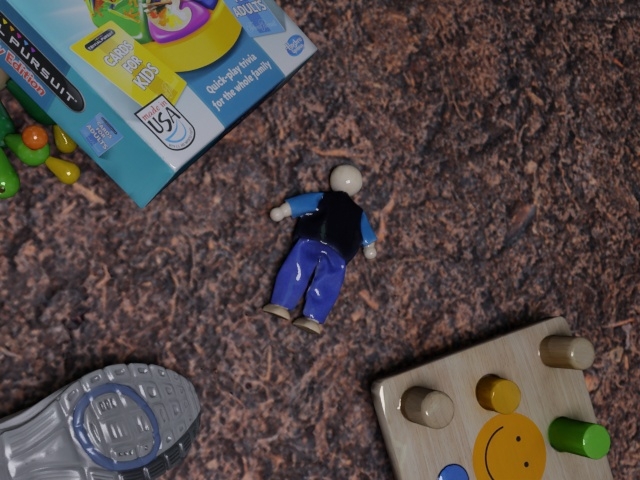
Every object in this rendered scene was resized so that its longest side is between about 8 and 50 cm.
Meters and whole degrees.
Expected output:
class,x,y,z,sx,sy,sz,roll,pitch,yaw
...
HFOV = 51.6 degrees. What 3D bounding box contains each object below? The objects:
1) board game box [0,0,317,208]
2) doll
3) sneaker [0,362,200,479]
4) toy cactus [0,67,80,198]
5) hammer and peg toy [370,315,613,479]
class,x,y,z,sx,sy,sz,roll,pitch,yaw
board game box,-0.193,-0.233,0.611,0.336,0.079,0.254,46,47,-10
doll,0.000,0.000,0.720,0.129,0.046,0.189,27,76,-16
sneaker,-0.246,0.182,0.580,0.297,0.129,0.111,-11,85,-39
toy cactus,-0.309,-0.127,0.605,0.219,0.112,0.181,-10,77,-12
hammer and peg toy,0.208,0.289,0.716,0.266,0.127,0.361,-14,88,-21
